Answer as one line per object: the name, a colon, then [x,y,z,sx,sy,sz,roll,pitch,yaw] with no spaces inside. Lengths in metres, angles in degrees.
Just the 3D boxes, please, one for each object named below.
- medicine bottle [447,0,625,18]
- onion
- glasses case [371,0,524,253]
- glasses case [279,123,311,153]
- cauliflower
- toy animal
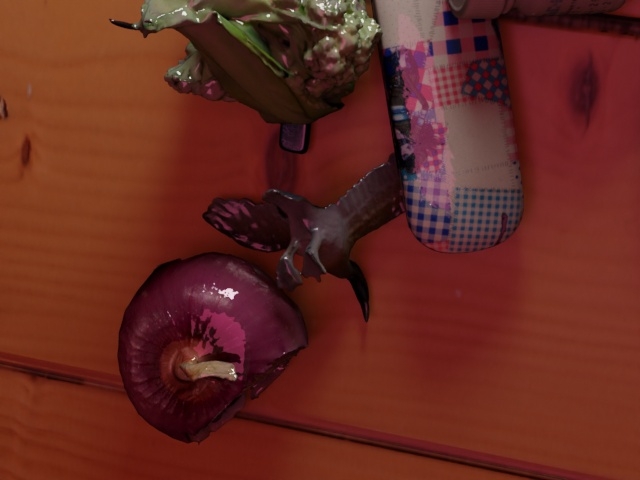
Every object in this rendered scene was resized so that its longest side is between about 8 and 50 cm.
medicine bottle: [0.213,-0.270,1.355,0.168,0.105,0.105,-5,99,-11]
onion: [-0.129,0.107,1.516,0.201,0.200,0.207,39,137,6]
glasses case: [0.131,-0.149,1.430,0.125,0.076,0.327,-10,94,-1]
glasses case: [-0.025,-0.137,1.515,0.034,0.023,0.083,9,100,19]
cauliflower: [-0.076,-0.226,1.380,0.256,0.315,0.239,39,111,33]
toy animal: [-0.004,0.009,1.482,0.273,0.160,0.197,-13,98,24]
